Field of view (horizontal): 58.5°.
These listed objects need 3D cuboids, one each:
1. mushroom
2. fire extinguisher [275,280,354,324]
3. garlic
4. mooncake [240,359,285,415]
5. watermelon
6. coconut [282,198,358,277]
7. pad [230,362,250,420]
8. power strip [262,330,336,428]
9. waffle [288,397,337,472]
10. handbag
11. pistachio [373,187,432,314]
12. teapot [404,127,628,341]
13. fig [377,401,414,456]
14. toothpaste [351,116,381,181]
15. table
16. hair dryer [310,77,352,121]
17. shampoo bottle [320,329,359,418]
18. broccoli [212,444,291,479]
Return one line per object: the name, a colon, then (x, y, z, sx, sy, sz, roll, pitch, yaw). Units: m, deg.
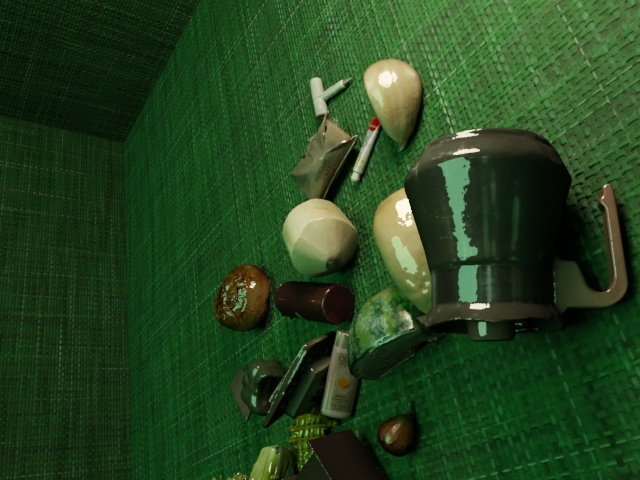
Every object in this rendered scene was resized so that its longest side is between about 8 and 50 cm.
mushroom: (-0.274, 0.200, 2.005, 0.253, 0.153, 0.253, -28, 52, 42)
fire extinguisher: (-0.041, 0.187, 1.699, 0.337, 0.114, 0.135, 0, 109, 55)
garlic: (0.190, -0.373, 1.502, 0.164, 0.146, 0.244, 96, 165, -65)
mooncake: (-0.185, 0.476, 1.847, 0.168, 0.104, 0.175, -24, 66, 45)
watermelon: (0.157, 0.233, 1.384, 0.305, 0.180, 0.224, -50, 1, 43)
coconut: (0.000, 0.000, 1.604, 0.202, 0.202, 0.222, -61, 37, 26)
pad: (-0.277, 0.541, 2.048, 0.188, 0.006, 0.113, 48, 122, 51)
power strip: (-0.035, 0.380, 1.547, 0.092, 0.251, 0.257, 32, 101, 22)
waffle: (-0.023, 0.572, 1.634, 0.231, 0.051, 0.228, 39, 117, 53)
handbag: (0.005, -0.242, 1.727, 0.182, 0.117, 0.270, 47, 122, 33)
pistachio: (0.231, 0.014, 1.275, 0.187, 0.188, 0.299, -50, 54, 37)
teapot: (0.344, 0.003, 1.048, 0.376, 0.305, 0.361, -2, 79, 17)
fig: (0.191, 0.439, 1.339, 0.125, 0.089, 0.089, -56, 36, -4)
toothpaste: (0.130, -0.258, 1.626, 0.048, 0.031, 0.190, 37, 110, 56)
table: (0.044, 0.604, 1.404, 0.193, 0.172, 0.169, 49, 121, 37)
hair dryer: (0.039, -0.488, 1.810, 0.183, 0.044, 0.154, -35, 56, 41)
shampoo bottle: (0.062, 0.357, 1.528, 0.056, 0.086, 0.227, -142, 64, -83)
broccoli: (-0.181, 0.753, 1.602, 0.277, 0.317, 0.338, 1, 116, 17)
